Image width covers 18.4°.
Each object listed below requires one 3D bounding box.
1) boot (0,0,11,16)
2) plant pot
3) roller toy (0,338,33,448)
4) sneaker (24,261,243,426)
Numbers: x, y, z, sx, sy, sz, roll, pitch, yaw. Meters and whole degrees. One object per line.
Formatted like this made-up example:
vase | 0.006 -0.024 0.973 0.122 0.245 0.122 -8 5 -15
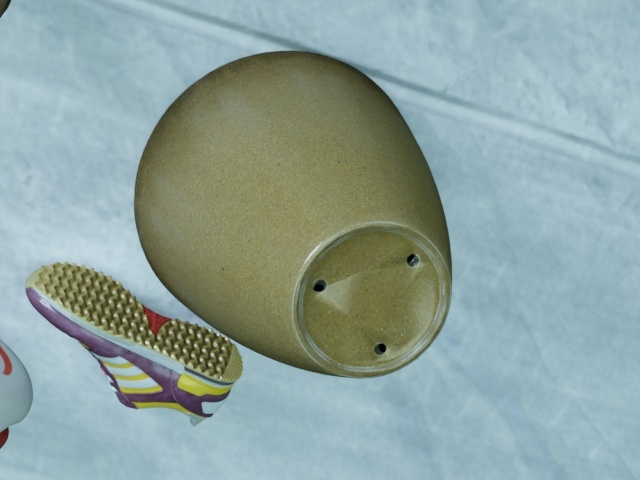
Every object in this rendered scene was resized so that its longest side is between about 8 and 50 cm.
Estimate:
boot | -0.297 -0.287 1.383 0.112 0.115 0.305 -19 97 13
plant pot | 0.000 0.000 1.481 0.237 0.254 0.237 -5 109 -15
roller toy | -0.322 0.122 1.455 0.191 0.209 0.146 25 102 -44
sneaker | -0.158 0.089 1.565 0.185 0.069 0.084 29 124 -9
